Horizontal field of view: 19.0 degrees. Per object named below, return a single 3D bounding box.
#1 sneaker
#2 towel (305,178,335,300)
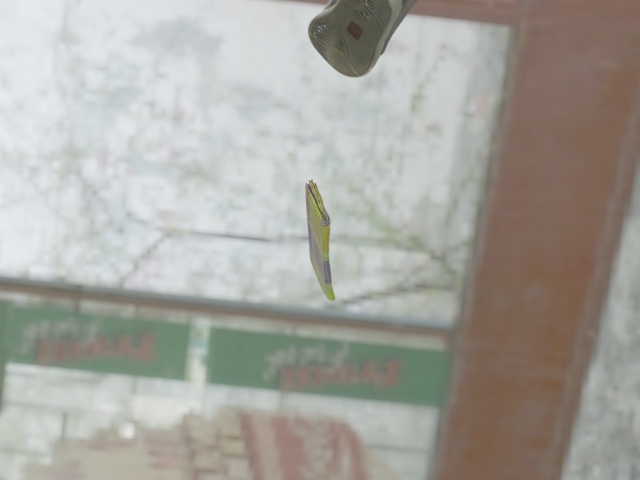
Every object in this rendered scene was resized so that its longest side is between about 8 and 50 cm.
[{"bbox_3d":[0.068,-0.250,1.987,0.118,0.083,0.222,-46,2,-23],"label":"sneaker"},{"bbox_3d":[0.000,0.000,1.492,0.060,0.009,0.083,-113,15,-50],"label":"towel"}]
